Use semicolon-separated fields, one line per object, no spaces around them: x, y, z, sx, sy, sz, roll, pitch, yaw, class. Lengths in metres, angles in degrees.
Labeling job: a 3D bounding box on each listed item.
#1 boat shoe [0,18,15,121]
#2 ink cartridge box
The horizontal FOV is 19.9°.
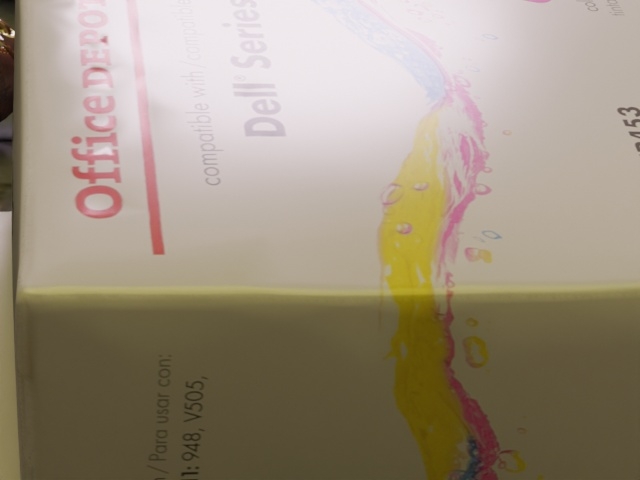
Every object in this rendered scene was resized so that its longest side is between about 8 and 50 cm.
-0.212;-0.097;0.772;0.207;0.073;0.073;31;41;20;boat shoe
0.000;0.000;0.622;0.353;0.119;0.207;-1;37;-10;ink cartridge box
